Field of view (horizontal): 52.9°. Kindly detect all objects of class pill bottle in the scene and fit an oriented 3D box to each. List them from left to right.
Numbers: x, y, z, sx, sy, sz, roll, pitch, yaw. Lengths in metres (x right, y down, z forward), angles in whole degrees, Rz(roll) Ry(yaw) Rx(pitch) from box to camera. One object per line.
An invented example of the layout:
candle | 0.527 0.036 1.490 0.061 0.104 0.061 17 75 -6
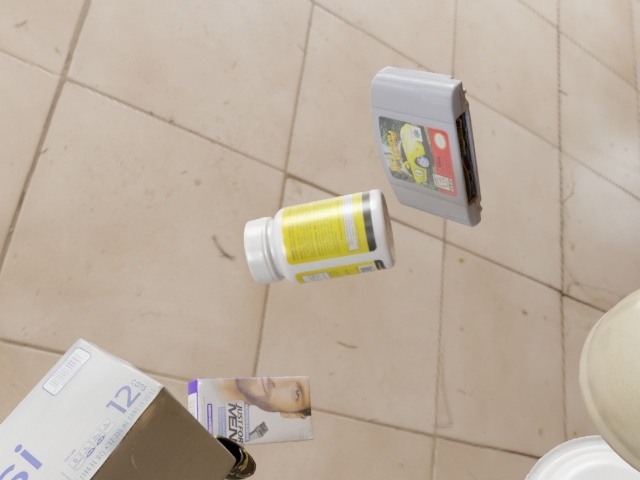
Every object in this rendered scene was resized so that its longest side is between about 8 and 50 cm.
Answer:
pill bottle | 0.000 0.000 0.959 0.119 0.209 0.119 -10 90 -79

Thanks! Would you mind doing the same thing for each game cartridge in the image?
game cartridge | 0.188 -0.166 1.167 0.060 0.196 0.294 -39 131 -24

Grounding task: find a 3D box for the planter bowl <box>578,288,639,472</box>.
planter bowl | 0.281 0.090 0.461 0.162 0.109 0.162 -4 61 7

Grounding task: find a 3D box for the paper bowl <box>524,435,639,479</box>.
paper bowl | 0.434 0.430 0.950 0.148 0.284 0.284 59 44 -46

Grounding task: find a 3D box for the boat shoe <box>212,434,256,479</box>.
boat shoe | -0.213 0.512 1.506 0.228 0.069 0.081 46 43 -46

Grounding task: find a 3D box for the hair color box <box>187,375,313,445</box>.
hair color box | -0.196 0.483 1.819 0.339 0.110 0.185 5 70 -28

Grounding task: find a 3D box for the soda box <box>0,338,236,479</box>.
soda box | -0.178 0.200 0.344 0.286 0.091 0.098 -53 138 -26
